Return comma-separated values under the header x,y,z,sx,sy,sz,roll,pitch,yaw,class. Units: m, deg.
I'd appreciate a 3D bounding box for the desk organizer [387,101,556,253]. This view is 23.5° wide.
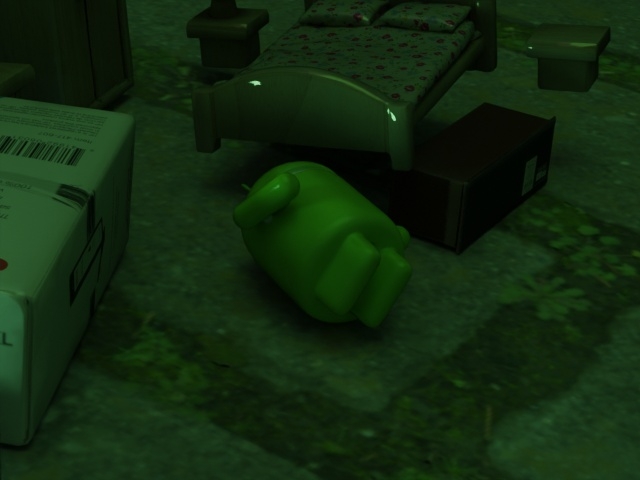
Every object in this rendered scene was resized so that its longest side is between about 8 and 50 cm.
x,y,z,sx,sy,sz,roll,pitch,yaw,class
0.095,-0.042,0.953,0.050,0.047,0.130,18,30,26,desk organizer

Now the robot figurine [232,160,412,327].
x,y,z,sx,sy,sz,roll,pitch,yaw,class
0.000,0.000,0.829,0.101,0.067,0.115,21,14,-39,robot figurine

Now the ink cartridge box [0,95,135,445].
x,y,z,sx,sy,sz,roll,pitch,yaw,class
-0.186,0.002,0.763,0.148,0.086,0.203,9,29,3,ink cartridge box

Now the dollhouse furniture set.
x,y,z,sx,sy,sz,roll,pitch,yaw,class
-0.030,-0.144,0.921,0.355,0.174,0.303,6,26,20,dollhouse furniture set
